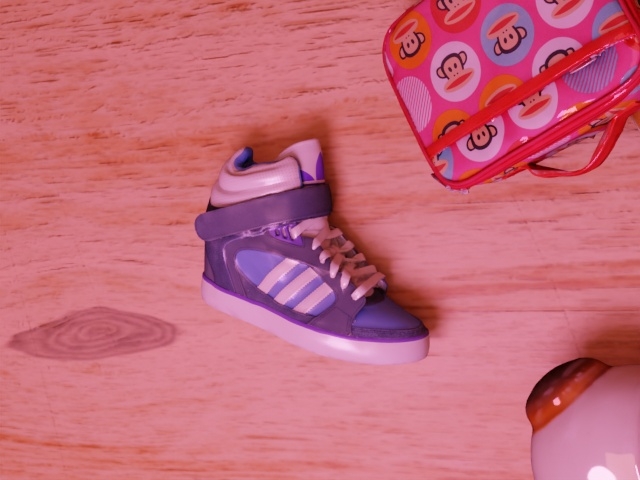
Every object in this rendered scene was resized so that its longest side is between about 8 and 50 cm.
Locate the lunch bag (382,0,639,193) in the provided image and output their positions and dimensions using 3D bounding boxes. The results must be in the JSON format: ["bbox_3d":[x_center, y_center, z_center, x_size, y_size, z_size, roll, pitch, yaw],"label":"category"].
[{"bbox_3d":[0.225,-0.185,1.025,0.293,0.120,0.258,-32,74,39],"label":"lunch bag"}]

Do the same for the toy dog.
[{"bbox_3d":[0.393,0.236,0.934,0.408,0.395,0.285,-11,107,60],"label":"toy dog"}]

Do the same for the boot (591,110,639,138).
[{"bbox_3d":[0.411,-0.173,1.017,0.295,0.104,0.211,29,105,18],"label":"boot"}]

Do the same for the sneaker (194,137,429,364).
[{"bbox_3d":[0.000,0.000,1.165,0.322,0.130,0.236,17,106,22],"label":"sneaker"}]
